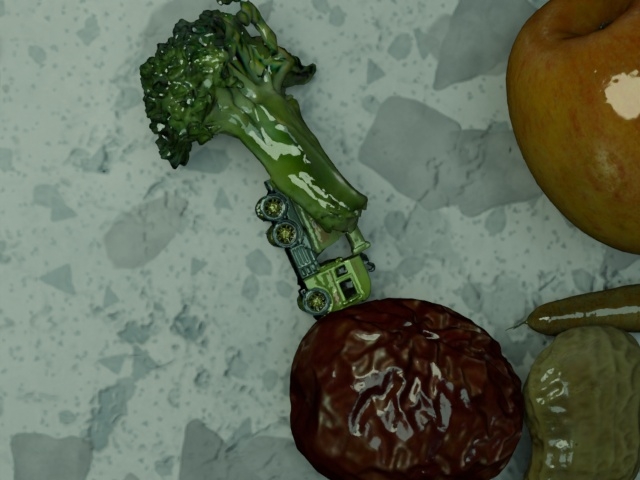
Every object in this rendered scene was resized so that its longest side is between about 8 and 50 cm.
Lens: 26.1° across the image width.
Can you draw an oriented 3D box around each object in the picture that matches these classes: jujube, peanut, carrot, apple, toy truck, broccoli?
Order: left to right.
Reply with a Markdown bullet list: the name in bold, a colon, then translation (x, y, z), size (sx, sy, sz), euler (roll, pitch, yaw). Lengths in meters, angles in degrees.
- **broccoli**: translation (-0.059, -0.125, 1.453), size (0.274, 0.198, 0.177), euler (36, 117, -7)
- **toy truck**: translation (0.000, 0.000, 1.505), size (0.100, 0.077, 0.169), euler (-25, 92, -6)
- **jujube**: translation (0.089, 0.166, 1.444), size (0.232, 0.213, 0.213), euler (1, 91, -22)
- **peanut**: translation (0.284, 0.207, 1.502), size (0.196, 0.110, 0.233), euler (-8, 99, -49)
- **carrot**: translation (0.353, 0.080, 1.559), size (0.298, 0.078, 0.078), euler (-3, 91, -4)
- **apple**: translation (0.341, -0.144, 1.438), size (0.299, 0.299, 0.275), euler (-40, 106, -5)
